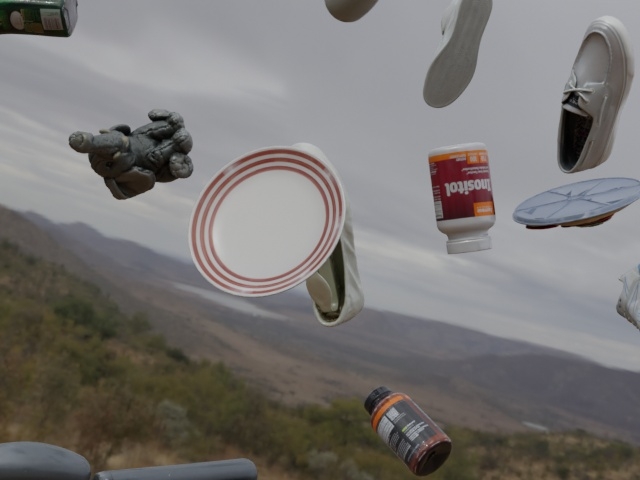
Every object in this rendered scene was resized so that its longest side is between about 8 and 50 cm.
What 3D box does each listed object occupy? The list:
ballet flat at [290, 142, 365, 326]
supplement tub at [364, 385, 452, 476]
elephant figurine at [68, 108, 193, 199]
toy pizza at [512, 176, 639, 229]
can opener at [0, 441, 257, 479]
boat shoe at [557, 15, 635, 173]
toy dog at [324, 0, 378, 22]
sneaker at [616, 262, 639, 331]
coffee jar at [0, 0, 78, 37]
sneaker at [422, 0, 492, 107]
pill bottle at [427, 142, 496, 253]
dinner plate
[{"bbox_3d":[0.000,0.000,1.738,0.139,0.400,0.139,-13,18,4],"label":"ballet flat"},{"bbox_3d":[0.177,0.392,1.764,0.106,0.106,0.198,19,19,-47],"label":"supplement tub"},{"bbox_3d":[-0.383,-0.167,1.646,0.239,0.186,0.169,-18,32,-27],"label":"elephant figurine"},{"bbox_3d":[0.396,-0.052,1.289,0.201,0.032,0.201,-16,13,4],"label":"toy pizza"},{"bbox_3d":[-0.167,0.224,0.725,0.280,0.093,0.074,9,35,-35],"label":"can opener"},{"bbox_3d":[0.300,-0.159,0.951,0.063,0.184,0.066,-26,48,-29],"label":"boat shoe"},{"bbox_3d":[0.152,-0.435,1.164,0.334,0.161,0.220,-3,-52,29],"label":"toy dog"},{"bbox_3d":[0.544,0.126,1.421,0.071,0.190,0.083,33,-43,-30],"label":"sneaker"},{"bbox_3d":[-0.536,-0.412,1.510,0.184,0.096,0.079,1,-46,0],"label":"coffee jar"},{"bbox_3d":[0.328,-0.467,2.047,0.108,0.292,0.169,22,16,-6],"label":"sneaker"},{"bbox_3d":[0.204,-0.059,1.204,0.086,0.152,0.086,-8,0,0],"label":"pill bottle"},{"bbox_3d":[-0.045,-0.016,0.710,0.141,0.141,0.017,13,-21,25],"label":"dinner plate"}]
